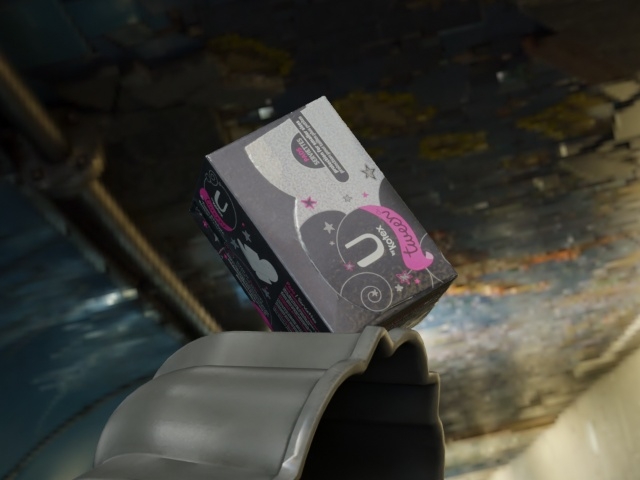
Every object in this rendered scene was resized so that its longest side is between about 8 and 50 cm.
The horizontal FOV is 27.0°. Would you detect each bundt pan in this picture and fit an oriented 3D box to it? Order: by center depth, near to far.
[{"bbox_3d":[-0.043,0.194,0.654,0.331,0.124,0.331,8,-90,-71],"label":"bundt pan"}]

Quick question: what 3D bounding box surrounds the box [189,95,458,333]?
[{"bbox_3d":[0.000,0.000,1.417,0.247,0.163,0.142,55,156,12],"label":"box"}]
